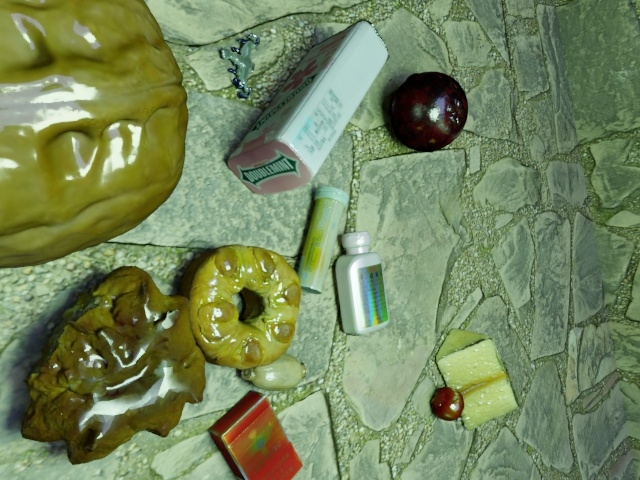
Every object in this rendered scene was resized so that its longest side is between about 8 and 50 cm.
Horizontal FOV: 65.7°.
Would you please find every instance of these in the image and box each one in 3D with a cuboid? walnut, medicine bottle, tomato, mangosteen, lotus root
[{"bbox_3d":[-0.334,-0.149,0.562,0.397,0.307,0.355,-33,130,-42],"label":"walnut"},{"bbox_3d":[0.000,0.000,1.030,0.073,0.073,0.218,28,69,-38],"label":"medicine bottle"},{"bbox_3d":[0.328,0.422,1.286,0.075,0.087,0.087,29,64,-7],"label":"tomato"},{"bbox_3d":[0.258,-0.315,1.218,0.209,0.209,0.210,5,82,-43],"label":"mangosteen"},{"bbox_3d":[-0.078,0.246,0.929,0.150,0.073,0.062,10,122,-43],"label":"lotus root"},{"bbox_3d":[0.090,0.090,1.097,0.115,0.078,0.220,-9,91,-41],"label":"medicine bottle"}]

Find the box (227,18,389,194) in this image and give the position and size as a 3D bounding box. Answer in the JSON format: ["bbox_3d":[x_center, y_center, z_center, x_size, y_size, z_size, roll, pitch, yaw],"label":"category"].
[{"bbox_3d":[-0.014,-0.262,0.963,0.112,0.190,0.370,48,57,-29],"label":"box"}]

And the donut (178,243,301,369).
[{"bbox_3d":[-0.139,0.113,0.856,0.226,0.113,0.227,5,82,-43],"label":"donut"}]

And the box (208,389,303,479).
[{"bbox_3d":[-0.114,0.377,0.896,0.112,0.048,0.175,-35,110,-38],"label":"box"}]

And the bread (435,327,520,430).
[{"bbox_3d":[0.434,0.375,1.378,0.142,0.178,0.266,-74,141,-62],"label":"bread"}]

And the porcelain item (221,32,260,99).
[{"bbox_3d":[-0.158,-0.344,0.947,0.075,0.021,0.136,18,74,-41],"label":"porcelain item"}]

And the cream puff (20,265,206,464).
[{"bbox_3d":[-0.280,0.170,0.699,0.240,0.154,0.269,3,90,-38],"label":"cream puff"}]
